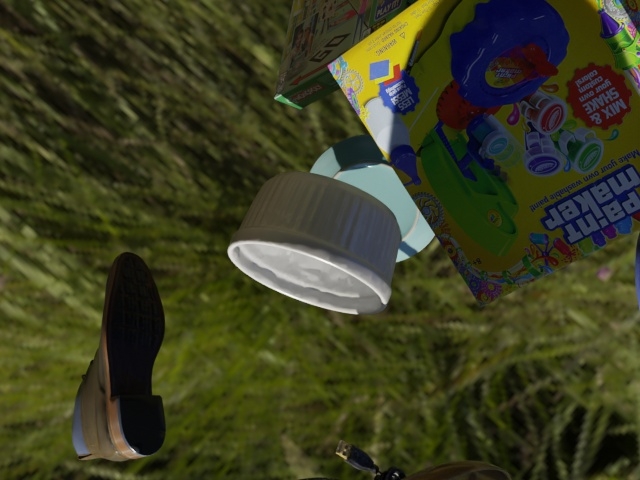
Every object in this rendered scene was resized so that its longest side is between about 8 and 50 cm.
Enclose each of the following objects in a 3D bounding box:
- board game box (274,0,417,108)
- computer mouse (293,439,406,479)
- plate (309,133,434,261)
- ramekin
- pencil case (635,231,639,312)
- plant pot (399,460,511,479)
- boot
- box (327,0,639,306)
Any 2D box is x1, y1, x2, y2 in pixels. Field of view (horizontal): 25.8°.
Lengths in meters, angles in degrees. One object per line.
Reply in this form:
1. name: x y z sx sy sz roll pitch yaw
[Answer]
1. board game box: 0.051 -0.303 1.724 0.317 0.046 0.214 -19 -123 59
2. computer mouse: 0.041 0.310 1.707 0.262 0.184 0.060 27 124 -37
3. plate: 0.070 -0.049 1.855 0.188 0.188 0.024 -57 -176 27
4. ramekin: 0.000 0.000 1.707 0.207 0.207 0.109 80 29 -71
5. pencil case: 0.321 0.034 0.752 0.119 0.306 0.133 -17 103 -47
6. plant pot: 0.064 0.267 1.208 0.236 0.032 0.236 -28 148 -19
7. boot: -0.223 0.126 1.465 0.106 0.219 0.082 -22 153 40
8. box: 0.218 -0.138 1.294 0.290 0.279 0.177 -31 -177 40
